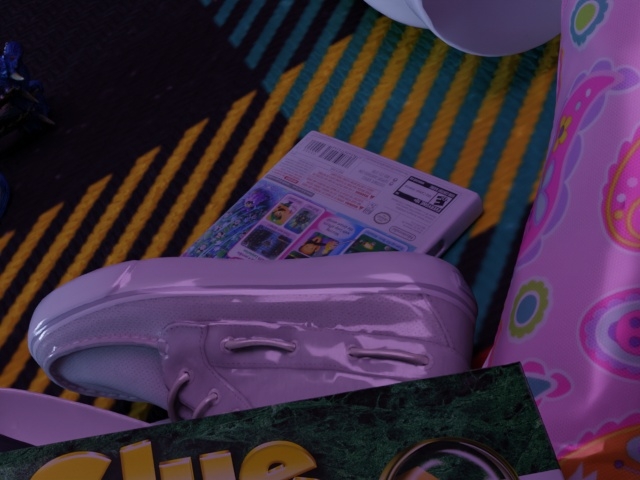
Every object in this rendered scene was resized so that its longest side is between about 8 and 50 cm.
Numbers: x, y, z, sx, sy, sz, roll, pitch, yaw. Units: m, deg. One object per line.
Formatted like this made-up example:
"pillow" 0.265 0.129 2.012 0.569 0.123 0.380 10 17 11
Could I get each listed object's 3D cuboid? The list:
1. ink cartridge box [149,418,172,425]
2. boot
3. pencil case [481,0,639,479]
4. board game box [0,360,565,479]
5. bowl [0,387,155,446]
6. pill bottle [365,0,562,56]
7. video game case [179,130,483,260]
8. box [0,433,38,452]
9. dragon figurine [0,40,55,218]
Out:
"ink cartridge box" -0.113 0.179 0.679 0.224 0.056 0.181 -12 38 -9
"boot" -0.048 0.080 0.683 0.258 0.095 0.123 -8 51 19
"pencil case" 0.141 -0.005 0.593 0.124 0.124 0.284 7 76 36
"board game box" -0.039 0.120 0.428 0.259 0.030 0.136 -10 47 -8
"bowl" -0.146 0.146 0.641 0.142 0.053 0.142 10 40 21
"pill bottle" 0.071 -0.267 0.928 0.187 0.188 0.334 -28 40 0
"video game case" 0.000 0.000 0.815 0.143 0.019 0.157 -45 43 -19
"box" -0.018 0.253 0.393 0.394 0.097 0.318 16 54 14
"dragon figurine" -0.294 -0.041 0.976 0.144 0.085 0.289 -11 41 21
